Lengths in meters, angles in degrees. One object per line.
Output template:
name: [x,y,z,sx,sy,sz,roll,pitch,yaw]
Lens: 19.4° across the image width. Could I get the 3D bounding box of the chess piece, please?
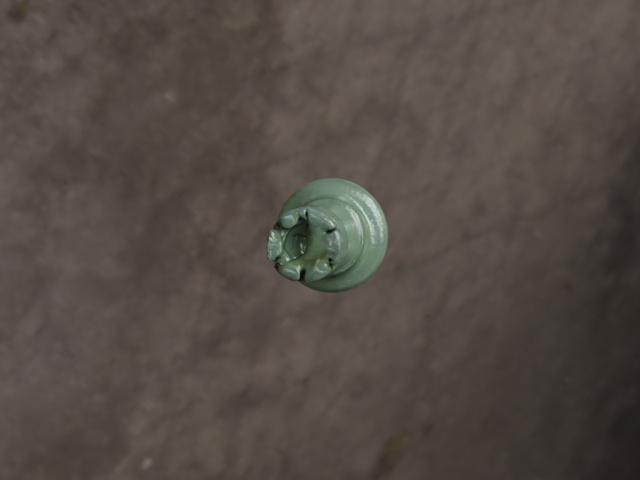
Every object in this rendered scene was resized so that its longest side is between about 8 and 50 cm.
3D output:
chess piece: [0.000,0.000,1.053,0.067,0.067,0.103,-59,174,9]
